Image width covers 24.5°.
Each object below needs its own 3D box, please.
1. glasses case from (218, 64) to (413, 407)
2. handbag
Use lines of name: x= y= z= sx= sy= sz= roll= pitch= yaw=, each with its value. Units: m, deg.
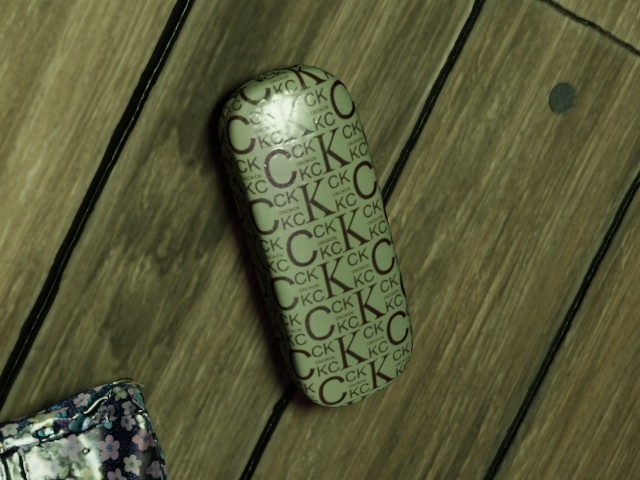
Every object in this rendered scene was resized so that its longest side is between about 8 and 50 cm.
glasses case: x=0.000 y=0.000 z=1.451 sx=0.137 sy=0.085 sz=0.355 roll=-23 pitch=114 yaw=-17
handbag: x=-0.242 y=0.255 z=1.390 sx=0.207 sy=0.127 sz=0.229 roll=-15 pitch=111 yaw=-14
